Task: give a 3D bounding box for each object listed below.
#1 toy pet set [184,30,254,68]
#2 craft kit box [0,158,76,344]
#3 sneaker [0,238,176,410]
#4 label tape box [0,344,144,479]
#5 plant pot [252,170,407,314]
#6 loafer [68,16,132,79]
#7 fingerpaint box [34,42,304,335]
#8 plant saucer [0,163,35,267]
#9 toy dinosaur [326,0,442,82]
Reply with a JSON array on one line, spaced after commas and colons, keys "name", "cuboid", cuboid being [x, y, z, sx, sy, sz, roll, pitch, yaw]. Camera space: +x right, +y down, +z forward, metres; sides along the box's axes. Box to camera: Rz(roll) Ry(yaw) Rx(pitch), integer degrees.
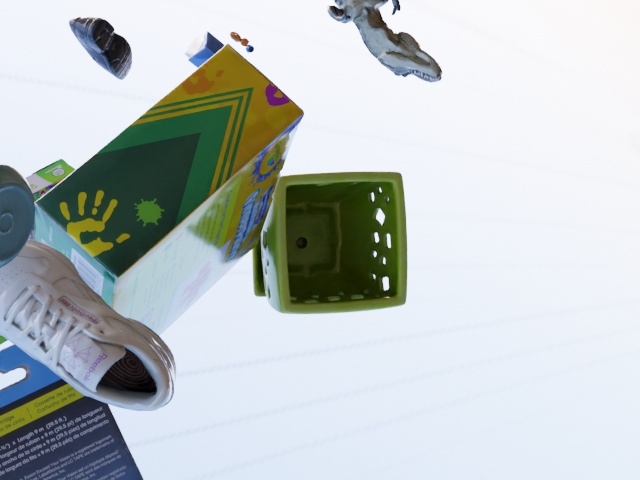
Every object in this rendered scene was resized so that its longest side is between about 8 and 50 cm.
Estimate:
[{"name": "toy pet set", "cuboid": [-0.168, -0.310, 2.360, 0.114, 0.122, 0.065, 37, 170, -35]}, {"name": "craft kit box", "cuboid": [-0.480, 0.028, 2.184, 0.246, 0.250, 0.061, -30, -135, -29]}, {"name": "sneaker", "cuboid": [-0.289, 0.095, 1.577, 0.305, 0.114, 0.152, 32, -178, -13]}, {"name": "label tape box", "cuboid": [-0.385, 0.310, 1.871, 0.334, 0.240, 0.106, 65, 164, 0]}, {"name": "plant pot", "cuboid": [0.000, 0.000, 2.295, 0.228, 0.227, 0.207, -2, -177, -22]}, {"name": "loafer", "cuboid": [-0.368, -0.330, 2.328, 0.061, 0.062, 0.170, 21, 161, 22]}, {"name": "fingerpaint box", "cuboid": [-0.236, -0.024, 2.016, 0.163, 0.371, 0.445, 42, 155, 9]}, {"name": "plant saucer", "cuboid": [-0.343, -0.021, 1.471, 0.021, 0.119, 0.119, 15, -177, 29]}, {"name": "toy dinosaur", "cuboid": [0.007, -0.228, 1.003, 0.118, 0.064, 0.268, -41, -74, -85]}]
